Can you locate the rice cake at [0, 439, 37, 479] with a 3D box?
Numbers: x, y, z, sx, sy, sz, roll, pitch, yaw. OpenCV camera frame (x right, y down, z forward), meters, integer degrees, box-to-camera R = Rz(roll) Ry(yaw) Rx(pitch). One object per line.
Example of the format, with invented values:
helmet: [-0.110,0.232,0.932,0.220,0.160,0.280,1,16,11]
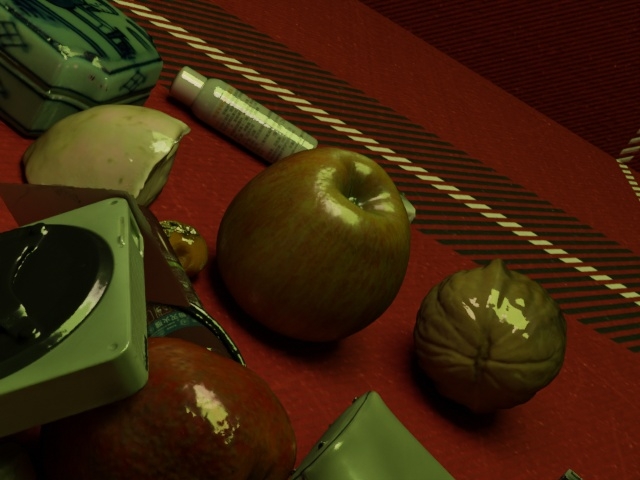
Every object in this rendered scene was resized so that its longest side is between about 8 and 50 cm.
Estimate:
rice cake: [-0.317,0.230,0.905,0.057,0.052,0.256,66,25,-3]

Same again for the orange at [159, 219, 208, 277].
orange: [-0.184,0.008,1.490,0.086,0.062,0.086,32,23,-15]

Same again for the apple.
apple: [0.000,0.000,1.525,0.264,0.264,0.264,29,24,-14]

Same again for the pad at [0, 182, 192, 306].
pad: [-0.246,0.004,1.206,0.232,0.156,0.004,5,41,39]

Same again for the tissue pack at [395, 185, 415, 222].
tissue pack: [0.065,-0.059,1.902,0.149,0.099,0.106,14,30,-39]

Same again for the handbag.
handbag: [0.120,0.320,1.254,0.315,0.109,0.241,41,24,5]

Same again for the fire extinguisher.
fire extinguisher: [-0.185,0.099,1.277,0.142,0.105,0.341,-15,47,-20]

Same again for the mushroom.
mushroom: [-0.280,-0.132,1.503,0.173,0.162,0.236,35,21,-4]

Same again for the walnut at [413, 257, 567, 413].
walnut: [0.246,0.136,1.639,0.225,0.225,0.261,35,18,1]

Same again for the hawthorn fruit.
hawthorn fruit: [-0.158,0.174,1.034,0.262,0.210,0.210,39,23,25]

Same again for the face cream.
face cream: [-0.136,-0.209,1.946,0.269,0.082,0.082,32,23,-7]

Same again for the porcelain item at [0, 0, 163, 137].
porcelain item: [-0.394,-0.282,1.649,0.281,0.157,0.286,39,24,7]

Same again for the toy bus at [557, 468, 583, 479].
toy bus: [0.385,0.377,1.577,0.131,0.037,0.052,40,19,14]

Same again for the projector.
projector: [-0.289,0.071,1.016,0.257,0.259,0.079,-106,177,-56]
